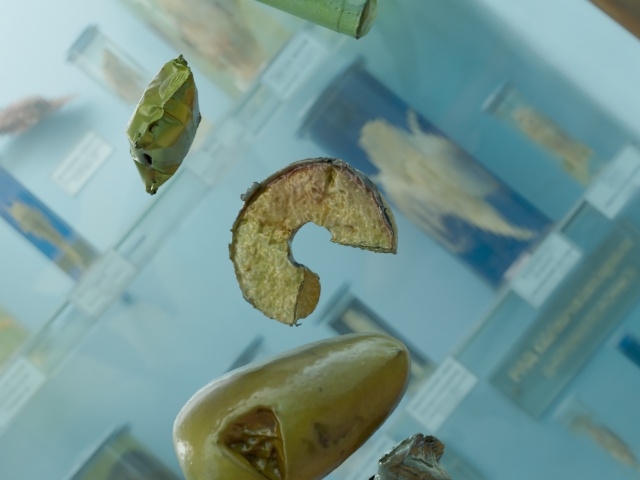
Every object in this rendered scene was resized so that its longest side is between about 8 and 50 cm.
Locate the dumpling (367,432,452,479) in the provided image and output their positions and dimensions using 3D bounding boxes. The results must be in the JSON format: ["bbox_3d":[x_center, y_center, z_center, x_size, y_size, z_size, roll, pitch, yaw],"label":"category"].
[{"bbox_3d":[0.129,0.362,2.122,0.166,0.086,0.332,-23,-24,-26],"label":"dumpling"}]

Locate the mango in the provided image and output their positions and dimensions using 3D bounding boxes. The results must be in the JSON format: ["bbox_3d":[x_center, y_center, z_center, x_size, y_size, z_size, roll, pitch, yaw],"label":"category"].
[{"bbox_3d":[-0.032,0.225,2.001,0.365,0.182,0.253,-31,2,-28],"label":"mango"}]

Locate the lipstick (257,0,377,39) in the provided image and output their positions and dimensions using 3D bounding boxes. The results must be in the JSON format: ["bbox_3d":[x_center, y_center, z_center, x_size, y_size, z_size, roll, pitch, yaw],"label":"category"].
[{"bbox_3d":[-0.066,-0.362,2.058,0.076,0.304,0.076,23,-90,-80],"label":"lipstick"}]

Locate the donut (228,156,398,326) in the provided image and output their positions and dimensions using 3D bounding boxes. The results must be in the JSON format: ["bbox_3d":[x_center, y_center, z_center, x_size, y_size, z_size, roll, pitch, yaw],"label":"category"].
[{"bbox_3d":[-0.008,-0.008,1.499,0.181,0.146,0.078,-40,-16,20],"label":"donut"}]

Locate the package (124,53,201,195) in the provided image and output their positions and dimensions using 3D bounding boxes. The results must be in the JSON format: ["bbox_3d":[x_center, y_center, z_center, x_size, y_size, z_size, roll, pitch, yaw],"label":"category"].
[{"bbox_3d":[-0.231,-0.173,2.218,0.226,0.090,0.168,103,-168,-71],"label":"package"}]
